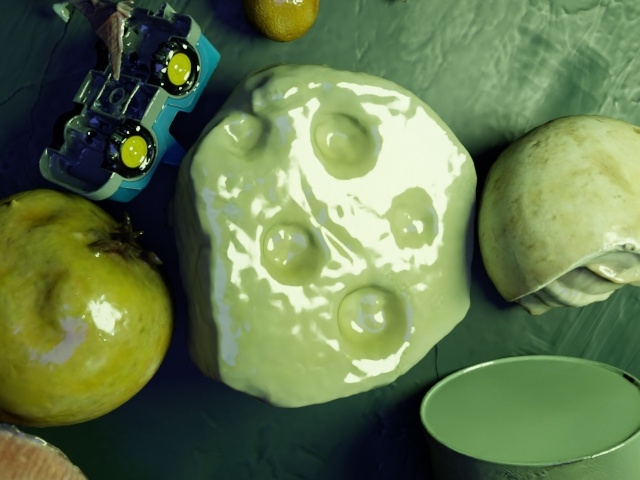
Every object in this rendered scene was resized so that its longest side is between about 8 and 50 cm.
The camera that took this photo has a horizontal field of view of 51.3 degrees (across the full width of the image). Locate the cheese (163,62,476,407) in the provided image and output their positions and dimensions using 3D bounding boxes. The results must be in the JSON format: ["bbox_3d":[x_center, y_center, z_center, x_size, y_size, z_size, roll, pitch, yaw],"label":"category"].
[{"bbox_3d":[0.000,0.000,0.633,0.326,0.115,0.318,-48,111,-16],"label":"cheese"}]

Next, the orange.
[{"bbox_3d":[-0.037,-0.232,0.636,0.085,0.085,0.085,-2,101,-10],"label":"orange"}]

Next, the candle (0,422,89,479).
[{"bbox_3d":[-0.319,0.315,0.612,0.287,0.131,0.317,-8,124,13],"label":"candle"}]

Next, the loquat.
[{"bbox_3d":[-0.229,0.057,0.594,0.213,0.213,0.213,-2,101,-10],"label":"loquat"}]

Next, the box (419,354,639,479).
[{"bbox_3d":[0.225,0.232,0.688,0.226,0.226,0.149,-11,102,-8],"label":"box"}]

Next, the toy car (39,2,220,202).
[{"bbox_3d":[-0.163,-0.117,0.614,0.191,0.097,0.100,-64,148,-10],"label":"toy car"}]

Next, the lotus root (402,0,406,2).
[{"bbox_3d":[0.094,-0.339,0.637,0.135,0.095,0.159,44,131,-9],"label":"lotus root"}]

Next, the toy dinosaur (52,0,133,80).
[{"bbox_3d":[-0.202,-0.237,0.596,0.108,0.032,0.220,-18,78,24],"label":"toy dinosaur"}]

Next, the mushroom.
[{"bbox_3d":[0.266,-0.028,0.685,0.254,0.195,0.189,2,68,-23],"label":"mushroom"}]
